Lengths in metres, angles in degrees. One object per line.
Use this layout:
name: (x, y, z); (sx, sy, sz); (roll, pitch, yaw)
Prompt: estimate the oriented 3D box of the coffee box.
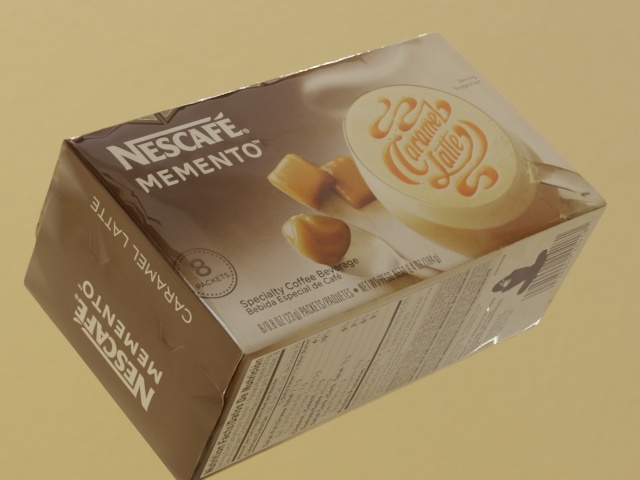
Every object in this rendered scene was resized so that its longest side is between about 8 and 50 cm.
coffee box: (0.000, 0.000, 0.882); (0.141, 0.246, 0.098); (48, 136, 25)
